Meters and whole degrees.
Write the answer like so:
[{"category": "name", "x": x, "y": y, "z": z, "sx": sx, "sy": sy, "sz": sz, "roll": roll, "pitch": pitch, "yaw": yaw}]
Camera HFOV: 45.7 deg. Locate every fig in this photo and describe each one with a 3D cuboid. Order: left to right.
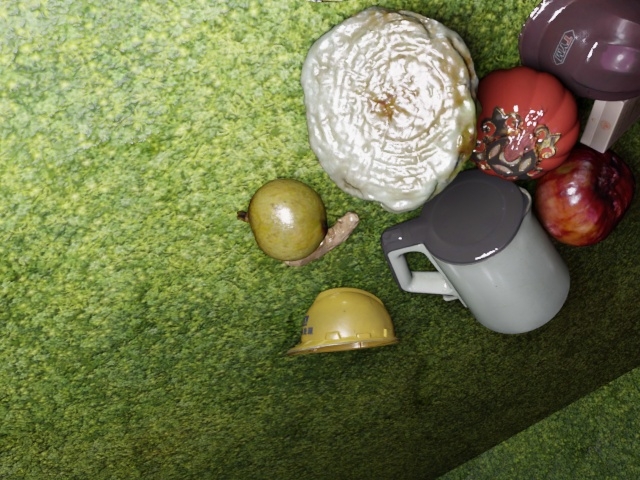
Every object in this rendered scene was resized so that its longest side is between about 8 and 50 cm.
[{"category": "fig", "x": 0.584, "y": -0.099, "z": 1.699, "sx": 0.224, "sy": 0.224, "sz": 0.263, "roll": -28, "pitch": 148, "yaw": -5}]

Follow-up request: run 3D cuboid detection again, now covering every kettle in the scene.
[{"category": "kettle", "x": 0.335, "y": 0.037, "z": 1.693, "sx": 0.361, "sy": 0.249, "sz": 0.377, "roll": -13, "pitch": 148, "yaw": 24}]

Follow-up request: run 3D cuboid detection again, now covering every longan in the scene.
[{"category": "longan", "x": -0.071, "y": -0.037, "z": 1.360, "sx": 0.176, "sy": 0.145, "sz": 0.154, "roll": 8, "pitch": 114, "yaw": 11}]

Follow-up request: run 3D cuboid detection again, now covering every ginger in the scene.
[{"category": "ginger", "x": 0.002, "y": 0.001, "z": 1.529, "sx": 0.173, "sy": 0.051, "sz": 0.069, "roll": -36, "pitch": 150, "yaw": -3}]

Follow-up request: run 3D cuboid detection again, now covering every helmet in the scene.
[{"category": "helmet", "x": 0.048, "y": 0.176, "z": 1.688, "sx": 0.257, "sy": 0.140, "sz": 0.205, "roll": 0, "pitch": 167, "yaw": -19}, {"category": "helmet", "x": 0.530, "y": -0.352, "z": 1.394, "sx": 0.306, "sy": 0.177, "sz": 0.225, "roll": -14, "pitch": 142, "yaw": -25}]

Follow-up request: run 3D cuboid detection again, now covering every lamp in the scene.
[{"category": "lamp", "x": 0.361, "y": -0.209, "z": 1.402, "sx": 0.227, "sy": 0.226, "sz": 0.226, "roll": -20, "pitch": 142, "yaw": -16}]

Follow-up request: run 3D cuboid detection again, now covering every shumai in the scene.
[{"category": "shumai", "x": 0.135, "y": -0.231, "z": 1.279, "sx": 0.309, "sy": 0.304, "sz": 0.263, "roll": -54, "pitch": 173, "yaw": 24}]

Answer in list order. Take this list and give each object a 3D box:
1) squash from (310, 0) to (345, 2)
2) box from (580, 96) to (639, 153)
[{"category": "squash", "x": -0.003, "y": -0.401, "z": 1.036, "sx": 0.105, "sy": 0.105, "sz": 0.132, "roll": -10, "pitch": 120, "yaw": -27}, {"category": "box", "x": 0.630, "y": -0.289, "z": 1.578, "sx": 0.201, "sy": 0.058, "sz": 0.141, "roll": -39, "pitch": 150, "yaw": -29}]
